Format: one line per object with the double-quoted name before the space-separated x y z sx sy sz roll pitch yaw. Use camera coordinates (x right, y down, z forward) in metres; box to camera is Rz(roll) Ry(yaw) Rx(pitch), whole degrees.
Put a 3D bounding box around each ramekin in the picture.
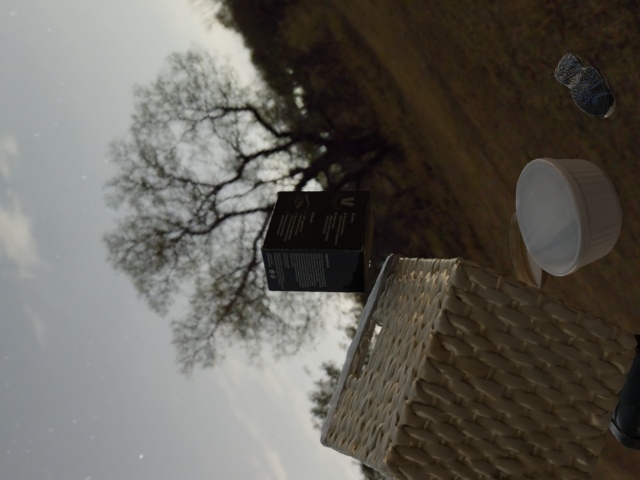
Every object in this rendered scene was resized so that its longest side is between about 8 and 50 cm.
"ramekin" 0.572 -0.062 1.743 0.273 0.127 0.273 169 90 -76

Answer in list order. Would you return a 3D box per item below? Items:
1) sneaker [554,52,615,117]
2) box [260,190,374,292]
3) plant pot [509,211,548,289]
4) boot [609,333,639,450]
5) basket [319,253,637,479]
"sneaker" 0.546 -0.309 1.512 0.081 0.080 0.211 18 -145 -19
"box" 0.000 0.000 1.207 0.156 0.158 0.093 -77 -16 -50
"plant pot" 0.571 0.034 2.065 0.236 0.032 0.237 171 90 -87
"boot" 0.640 0.290 1.578 0.246 0.094 0.207 -82 -3 -79
"basket" 0.227 0.222 1.117 0.331 0.329 0.266 24 171 -15
